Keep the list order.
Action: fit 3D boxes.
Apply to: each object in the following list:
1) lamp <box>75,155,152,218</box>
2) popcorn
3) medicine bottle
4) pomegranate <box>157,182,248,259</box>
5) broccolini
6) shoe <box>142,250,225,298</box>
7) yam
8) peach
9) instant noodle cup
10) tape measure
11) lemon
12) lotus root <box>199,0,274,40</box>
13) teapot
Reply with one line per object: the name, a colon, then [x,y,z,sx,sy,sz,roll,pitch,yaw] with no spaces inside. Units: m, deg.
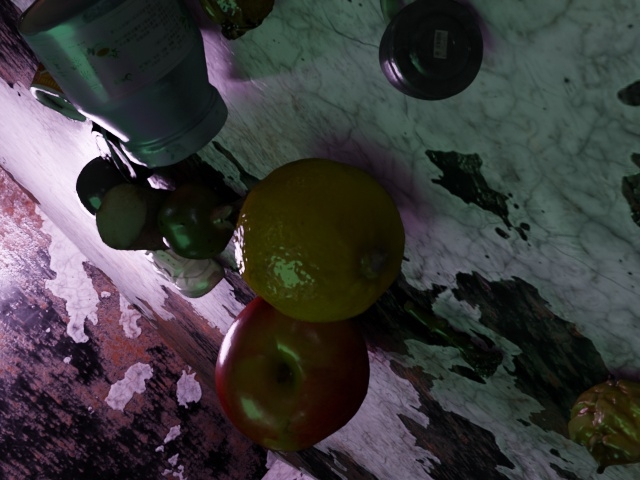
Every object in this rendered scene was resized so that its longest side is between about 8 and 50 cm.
lamp: [-0.493,-0.120,1.874,0.314,0.181,0.182,17,172,-34]
popcorn: [0.468,0.287,1.089,0.149,0.152,0.167,13,154,-4]
medicine bottle: [-0.300,-0.288,1.140,0.245,0.245,0.289,19,150,42]
pomegranate: [-0.254,-0.047,1.579,0.224,0.181,0.181,-10,128,32]
broccolini: [0.245,0.189,1.348,0.216,0.058,0.067,33,158,20]
shoe: [-0.425,0.041,2.020,0.342,0.132,0.210,20,151,46]
yam: [-0.421,-0.053,1.693,0.161,0.161,0.268,36,-171,14]
peach: [-0.061,0.301,1.642,0.388,0.388,0.388,34,155,18]
instant noodle cup: [-0.443,-0.327,1.294,0.169,0.184,0.168,21,166,6]
tape measure: [-0.455,-0.222,1.650,0.181,0.107,0.182,40,157,10]
lemon: [-0.001,-0.001,1.138,0.293,0.293,0.293,34,155,18]
lotus root: [-0.125,-0.368,0.925,0.108,0.094,0.190,2,131,25]
teapot: [0.102,-0.225,0.797,0.149,0.111,0.108,43,171,-16]
